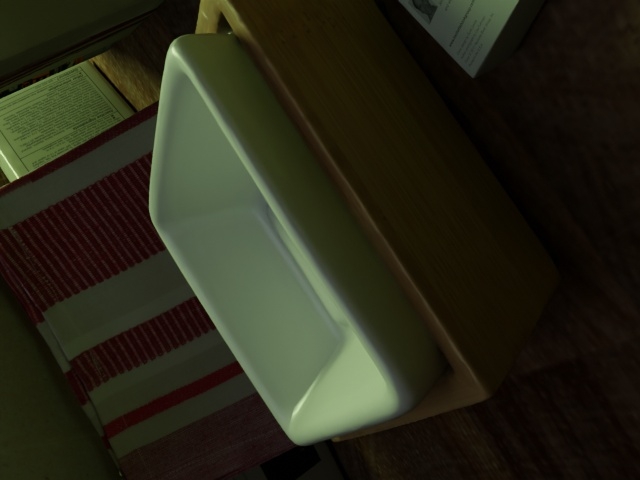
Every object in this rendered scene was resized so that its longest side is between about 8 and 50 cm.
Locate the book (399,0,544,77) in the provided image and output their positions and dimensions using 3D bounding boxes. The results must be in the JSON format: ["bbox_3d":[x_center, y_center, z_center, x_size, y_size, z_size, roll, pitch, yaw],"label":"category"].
[{"bbox_3d":[0.038,-0.147,0.333,0.144,0.035,0.096,54,157,15],"label":"book"}]

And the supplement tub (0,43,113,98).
[{"bbox_3d":[-0.319,-0.214,0.864,0.117,0.190,0.117,50,159,27],"label":"supplement tub"}]

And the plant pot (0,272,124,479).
[{"bbox_3d":[-0.370,0.121,0.820,0.334,0.334,0.305,146,116,-70],"label":"plant pot"}]

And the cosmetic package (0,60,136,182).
[{"bbox_3d":[-0.258,-0.064,0.983,0.309,0.160,0.113,48,158,32],"label":"cosmetic package"}]

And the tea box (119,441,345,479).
[{"bbox_3d":[-0.127,0.310,1.107,0.324,0.220,0.328,11,128,65],"label":"tea box"}]

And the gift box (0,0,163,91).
[{"bbox_3d":[-0.295,-0.243,0.666,0.255,0.258,0.276,62,161,-8],"label":"gift box"}]

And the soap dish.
[{"bbox_3d":[0.000,0.000,0.508,0.228,0.118,0.291,57,161,8],"label":"soap dish"}]

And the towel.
[{"bbox_3d":[-0.130,0.058,0.748,0.328,0.237,0.037,62,-176,-6],"label":"towel"}]
